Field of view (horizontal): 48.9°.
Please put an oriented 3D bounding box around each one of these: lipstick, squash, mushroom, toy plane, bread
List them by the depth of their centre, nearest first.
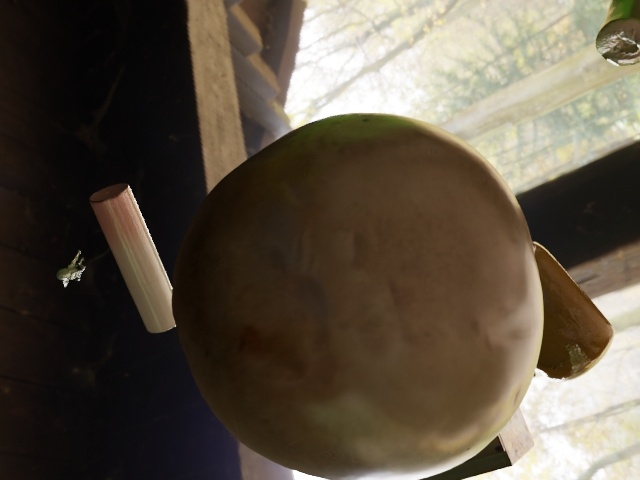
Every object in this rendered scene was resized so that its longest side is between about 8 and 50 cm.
[{"bbox_3d":[0.023,0.056,0.592,0.290,0.292,0.293,109,145,-70],"label":"mushroom"},{"bbox_3d":[0.382,-0.284,0.843,0.083,0.083,0.250,54,-133,-23],"label":"squash"},{"bbox_3d":[0.329,0.111,1.063,0.217,0.147,0.098,48,-148,16],"label":"bread"},{"bbox_3d":[-0.467,0.059,1.320,0.033,0.080,0.083,29,-164,0],"label":"toy plane"},{"bbox_3d":[-0.391,0.042,1.513,0.087,0.087,0.327,-68,-34,-59],"label":"lipstick"}]

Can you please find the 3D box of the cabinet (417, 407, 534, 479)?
[{"bbox_3d":[0.198,0.242,1.057,0.150,0.145,0.206,5,-118,-60],"label":"cabinet"}]
